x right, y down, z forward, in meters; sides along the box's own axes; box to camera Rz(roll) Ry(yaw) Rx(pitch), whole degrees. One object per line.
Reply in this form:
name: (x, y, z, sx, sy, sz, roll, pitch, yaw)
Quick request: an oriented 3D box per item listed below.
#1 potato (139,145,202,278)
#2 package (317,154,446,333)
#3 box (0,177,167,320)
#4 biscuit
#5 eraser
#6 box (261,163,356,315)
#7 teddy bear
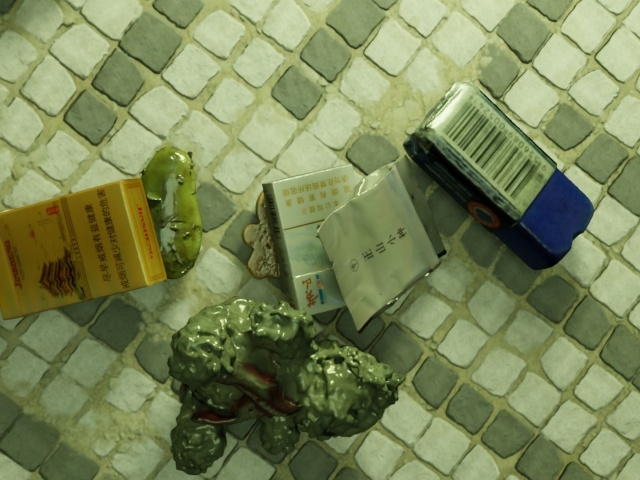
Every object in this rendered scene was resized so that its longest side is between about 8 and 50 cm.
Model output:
potato: (-0.254, -0.044, 1.451, 0.117, 0.090, 0.226, 3, 93, -5)
package: (0.100, 0.004, 1.447, 0.251, 0.062, 0.204, -39, 114, -34)
box: (-0.402, 0.014, 1.407, 0.274, 0.076, 0.174, -14, 92, 16)
biscuit: (-0.070, -0.018, 1.498, 0.133, 0.027, 0.184, -3, 93, -11)
eraser: (0.305, -0.112, 1.481, 0.332, 0.101, 0.155, 42, 72, -8)
box: (0.000, 0.001, 1.466, 0.149, 0.067, 0.233, -14, 97, -18)
teddy bear: (-0.052, 0.237, 1.395, 0.367, 0.225, 0.358, 12, 134, 0)
